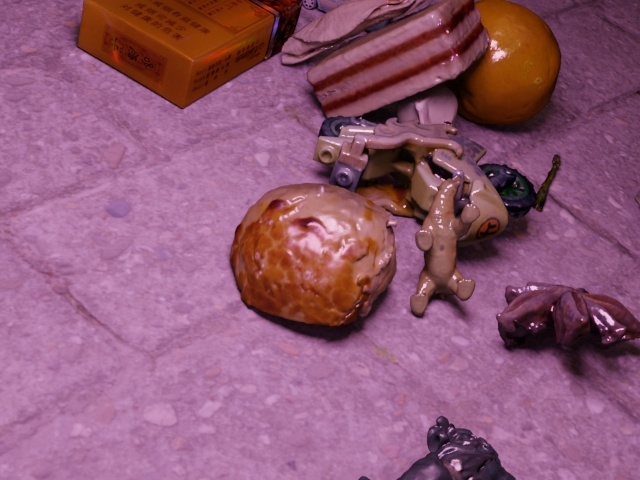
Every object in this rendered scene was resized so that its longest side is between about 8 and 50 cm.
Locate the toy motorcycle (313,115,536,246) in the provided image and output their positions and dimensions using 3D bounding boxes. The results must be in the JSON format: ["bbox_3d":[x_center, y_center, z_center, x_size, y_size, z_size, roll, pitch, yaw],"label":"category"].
[{"bbox_3d":[0.178,-0.111,1.637,0.410,0.169,0.237,19,32,6],"label":"toy motorcycle"}]

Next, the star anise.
[{"bbox_3d":[0.392,0.128,1.494,0.198,0.111,0.257,19,14,38],"label":"star anise"}]

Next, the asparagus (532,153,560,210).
[{"bbox_3d":[0.467,-0.125,1.895,0.022,0.023,0.233,63,35,-20],"label":"asparagus"}]

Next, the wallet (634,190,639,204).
[{"bbox_3d":[0.747,-0.054,1.799,0.223,0.077,0.309,5,25,5],"label":"wallet"}]

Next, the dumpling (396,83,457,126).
[{"bbox_3d":[0.225,-0.243,1.855,0.151,0.124,0.229,55,25,-19],"label":"dumpling"}]

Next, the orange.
[{"bbox_3d":[0.366,-0.371,1.950,0.279,0.279,0.235,36,73,18],"label":"orange"}]

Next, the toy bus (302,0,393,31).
[{"bbox_3d":[0.050,-0.571,2.159,0.261,0.109,0.091,24,45,5],"label":"toy bus"}]

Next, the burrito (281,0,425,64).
[{"bbox_3d":[0.073,-0.444,1.842,0.076,0.392,0.117,57,40,-17],"label":"burrito"}]

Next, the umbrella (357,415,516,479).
[{"bbox_3d":[0.097,0.341,1.122,0.348,0.094,0.143,-26,65,-40],"label":"umbrella"}]

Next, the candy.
[{"bbox_3d":[0.151,-0.351,1.793,0.135,0.320,0.179,62,34,-14],"label":"candy"}]

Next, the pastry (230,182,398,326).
[{"bbox_3d":[-0.009,0.000,1.413,0.256,0.170,0.237,24,36,11],"label":"pastry"}]

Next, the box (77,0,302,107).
[{"bbox_3d":[-0.247,-0.438,1.856,0.264,0.116,0.415,30,39,12],"label":"box"}]

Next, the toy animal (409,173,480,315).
[{"bbox_3d":[0.197,0.006,1.487,0.103,0.219,0.101,2,14,3],"label":"toy animal"}]
